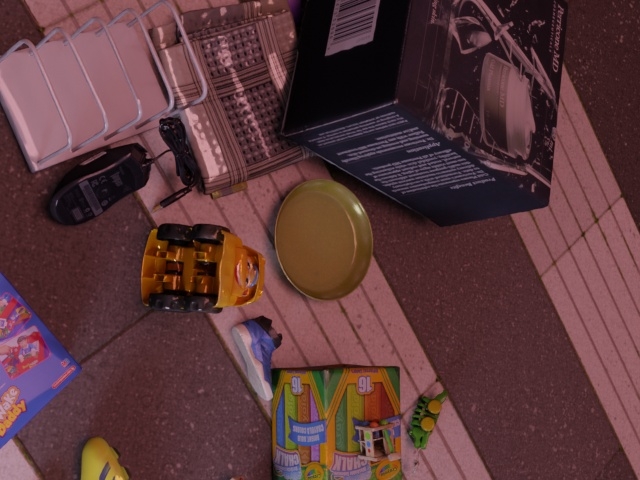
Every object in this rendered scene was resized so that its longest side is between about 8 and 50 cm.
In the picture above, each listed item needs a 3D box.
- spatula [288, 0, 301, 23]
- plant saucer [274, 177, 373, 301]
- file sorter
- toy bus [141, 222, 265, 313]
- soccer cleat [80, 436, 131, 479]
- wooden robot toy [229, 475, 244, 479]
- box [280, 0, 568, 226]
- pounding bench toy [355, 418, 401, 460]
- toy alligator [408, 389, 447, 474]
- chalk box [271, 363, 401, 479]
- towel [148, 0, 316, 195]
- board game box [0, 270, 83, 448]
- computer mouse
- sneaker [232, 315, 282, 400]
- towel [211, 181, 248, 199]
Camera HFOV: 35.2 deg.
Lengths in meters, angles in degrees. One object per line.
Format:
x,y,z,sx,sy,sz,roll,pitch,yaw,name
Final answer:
-0.054,-0.370,1.980,0.084,0.030,0.296,-11,92,-36,spatula
0.000,0.000,1.975,0.241,0.037,0.240,6,81,-37,plant saucer
-0.358,-0.260,1.644,0.278,0.173,0.192,-27,97,-35,file sorter
-0.170,0.059,1.734,0.212,0.220,0.149,13,81,-42,toy bus
-0.358,0.464,1.619,0.121,0.093,0.289,-8,89,-31,soccer cleat
-0.102,0.474,1.827,0.079,0.076,0.173,-45,112,-43,wooden robot toy
0.222,-0.342,1.975,0.472,0.297,0.479,27,64,-40,box
0.107,0.348,1.763,0.052,0.083,0.065,-5,90,-36,pounding bench toy
0.207,0.386,2.081,0.051,0.056,0.189,22,67,11,toy alligator
0.030,0.377,1.865,0.180,0.179,0.288,2,84,-36,chalk box
-0.136,-0.281,1.869,0.312,0.056,0.324,-22,97,-31,towel
-0.561,0.224,1.500,0.347,0.078,0.233,-46,112,-31,board game box
-0.330,-0.099,1.712,0.262,0.060,0.184,-35,145,-9,computer mouse
-0.098,0.213,1.863,0.085,0.058,0.152,-24,93,-28,sneaker
-0.175,-0.114,1.873,0.083,0.009,0.060,-23,100,-36,towel
